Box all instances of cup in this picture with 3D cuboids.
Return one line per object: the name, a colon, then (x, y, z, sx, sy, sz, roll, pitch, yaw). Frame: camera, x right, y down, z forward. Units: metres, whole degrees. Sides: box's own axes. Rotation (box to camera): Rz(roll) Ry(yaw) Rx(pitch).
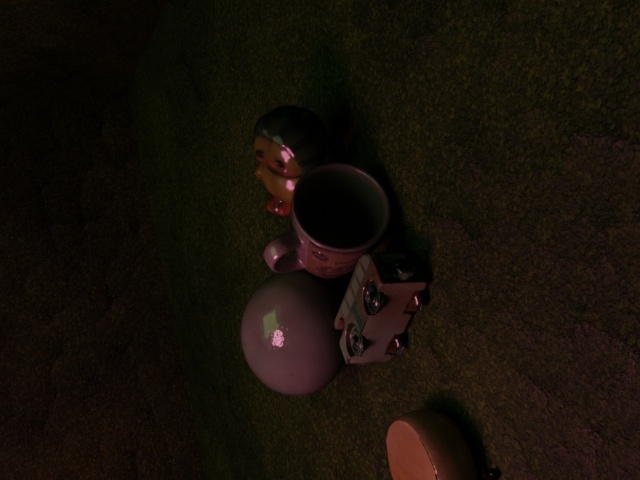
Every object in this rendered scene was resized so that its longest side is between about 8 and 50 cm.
cup: (0.000, 0.000, 1.910, 0.227, 0.301, 0.257, 53, 156, 21)

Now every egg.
egg: (-0.063, 0.236, 2.090, 0.388, 0.276, 0.276, 92, 155, -49)

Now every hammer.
hammer: (0.311, 0.435, 1.708, 0.178, 0.021, 0.065, -121, 34, -42)

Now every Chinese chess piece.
Chinese chess piece: (0.236, 0.484, 1.759, 0.251, 0.097, 0.250, 169, 90, -69)

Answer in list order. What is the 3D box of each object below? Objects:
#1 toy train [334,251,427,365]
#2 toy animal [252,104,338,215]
toy train: (0.134, 0.144, 1.859, 0.326, 0.129, 0.159, 108, 149, -43)
toy animal: (-0.054, -0.197, 2.036, 0.216, 0.191, 0.338, 27, 152, 28)
